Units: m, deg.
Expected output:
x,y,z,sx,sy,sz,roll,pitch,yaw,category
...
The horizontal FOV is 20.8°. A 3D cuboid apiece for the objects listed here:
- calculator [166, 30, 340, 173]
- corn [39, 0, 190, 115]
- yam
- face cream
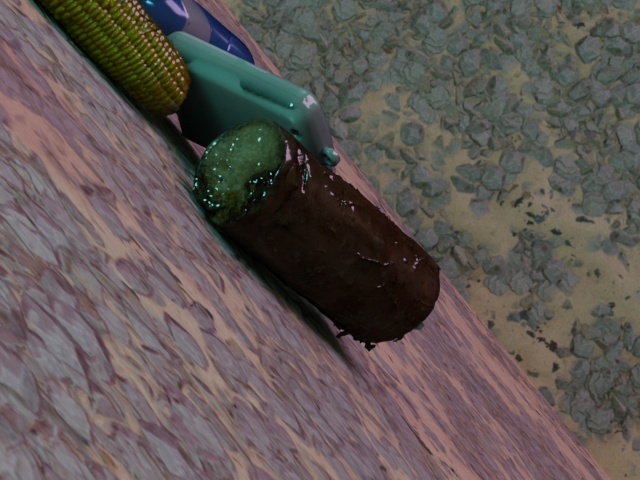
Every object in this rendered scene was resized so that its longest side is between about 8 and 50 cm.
x,y,z,sx,sy,sz,roll,pitch,yaw,category
-0.076,-0.127,1.781,0.246,0.045,0.141,28,-31,32,calculator
-0.207,-0.218,1.697,0.231,0.080,0.080,47,7,-28,corn
0.001,-0.001,1.710,0.279,0.131,0.131,40,12,-41,yam
-0.163,-0.244,2.094,0.149,0.083,0.264,28,-2,20,face cream
